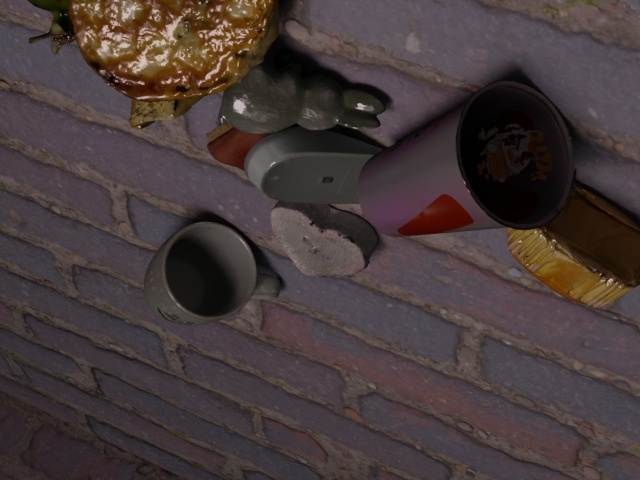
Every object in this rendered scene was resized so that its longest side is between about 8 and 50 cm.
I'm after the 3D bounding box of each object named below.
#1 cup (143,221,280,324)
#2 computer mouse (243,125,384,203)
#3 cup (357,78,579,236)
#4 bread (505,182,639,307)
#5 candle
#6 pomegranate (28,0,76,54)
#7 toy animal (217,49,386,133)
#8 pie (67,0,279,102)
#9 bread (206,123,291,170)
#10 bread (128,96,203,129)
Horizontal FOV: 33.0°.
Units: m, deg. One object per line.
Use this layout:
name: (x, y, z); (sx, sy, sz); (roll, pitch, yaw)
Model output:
cup: (-0.215, 0.084, 2.114); (0.258, 0.186, 0.234); (11, 164, -20)
computer mouse: (-0.005, -0.118, 1.669); (0.231, 0.079, 0.128); (6, 142, -23)
cup: (0.184, -0.090, 1.502); (0.203, 0.203, 0.288); (43, 153, -18)
bread: (0.359, 0.007, 1.517); (0.190, 0.132, 0.114); (37, 148, -1)
candle: (0.000, 0.000, 1.879); (0.192, 0.068, 0.168); (30, 146, 6)
pomegranate: (-0.373, -0.373, 1.579); (0.149, 0.169, 0.148); (-5, 169, -1)
toy animal: (-0.032, -0.201, 1.591); (0.236, 0.138, 0.108); (20, 180, -7)
pie: (-0.209, -0.338, 1.483); (0.315, 0.092, 0.315); (6, 117, 13)
bread: (-0.098, -0.158, 1.743); (0.119, 0.067, 0.192); (48, 144, -19)
bread: (-0.254, -0.259, 1.713); (0.147, 0.127, 0.152); (-8, 114, 47)
